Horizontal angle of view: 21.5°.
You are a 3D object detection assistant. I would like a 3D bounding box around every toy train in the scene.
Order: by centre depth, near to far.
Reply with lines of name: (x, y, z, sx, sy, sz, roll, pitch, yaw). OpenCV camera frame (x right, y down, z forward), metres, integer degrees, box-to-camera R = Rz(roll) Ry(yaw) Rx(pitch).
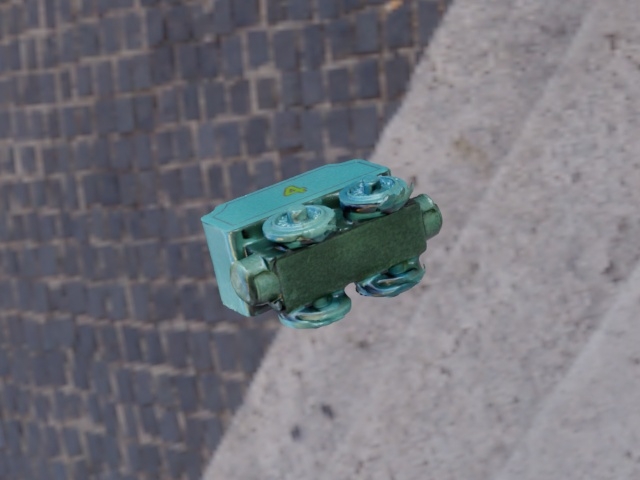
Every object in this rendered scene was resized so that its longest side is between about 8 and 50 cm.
toy train: (0.000, 0.000, 1.448, 0.154, 0.197, 0.107, 22, 129, 57)
